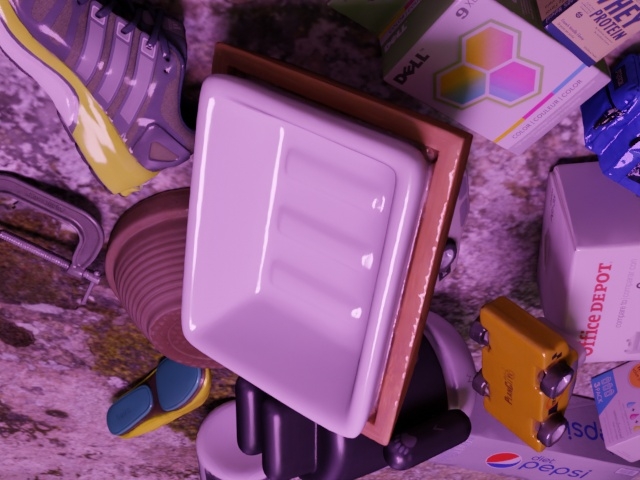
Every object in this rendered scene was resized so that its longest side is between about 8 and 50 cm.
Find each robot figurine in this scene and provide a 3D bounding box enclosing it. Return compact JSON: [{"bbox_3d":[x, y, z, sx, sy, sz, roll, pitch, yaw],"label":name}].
[{"bbox_3d":[0.044,0.175,0.955,0.278,0.209,0.173,-12,152,-31],"label":"robot figurine"}]

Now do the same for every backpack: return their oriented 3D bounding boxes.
[{"bbox_3d":[0.290,-0.110,0.728,0.101,0.098,0.120,25,135,-20],"label":"backpack"}]

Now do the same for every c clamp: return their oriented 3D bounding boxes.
[{"bbox_3d":[-0.297,-0.001,0.903,0.160,0.022,0.137,31,131,-15],"label":"c clamp"}]

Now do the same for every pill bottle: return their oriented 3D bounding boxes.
[{"bbox_3d":[-0.108,0.344,1.231,0.130,0.130,0.246,2,138,-2],"label":"pill bottle"}]

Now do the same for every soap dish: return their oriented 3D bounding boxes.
[{"bbox_3d":[0.000,0.000,0.727,0.229,0.118,0.291,26,123,26],"label":"soap dish"}]

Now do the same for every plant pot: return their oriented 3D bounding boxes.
[{"bbox_3d":[-0.118,0.062,0.924,0.237,0.110,0.237,0,138,0],"label":"plant pot"}]

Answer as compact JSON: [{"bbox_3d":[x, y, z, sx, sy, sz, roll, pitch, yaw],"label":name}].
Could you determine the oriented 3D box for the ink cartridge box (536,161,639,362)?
[{"bbox_3d":[0.375,0.021,0.862,0.283,0.117,0.207,-4,139,6],"label":"ink cartridge box"}]

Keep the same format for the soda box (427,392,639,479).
[{"bbox_3d":[0.286,0.261,1.155,0.286,0.098,0.091,15,138,-15],"label":"soda box"}]

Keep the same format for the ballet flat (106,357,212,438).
[{"bbox_3d":[-0.195,0.202,1.125,0.077,0.077,0.231,10,146,-43],"label":"ballet flat"}]

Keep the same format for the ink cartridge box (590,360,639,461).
[{"bbox_3d":[0.440,0.193,1.069,0.061,0.104,0.181,32,130,-31],"label":"ink cartridge box"}]

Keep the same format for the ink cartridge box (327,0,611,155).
[{"bbox_3d":[0.121,-0.162,0.697,0.209,0.062,0.109,25,134,-25],"label":"ink cartridge box"}]

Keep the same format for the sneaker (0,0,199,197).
[{"bbox_3d":[-0.175,-0.167,0.682,0.121,0.111,0.300,-22,139,4],"label":"sneaker"}]

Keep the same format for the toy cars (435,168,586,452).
[{"bbox_3d":[0.157,0.035,0.830,0.394,0.087,0.176,56,159,-10],"label":"toy cars"}]

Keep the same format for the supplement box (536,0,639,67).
[{"bbox_3d":[0.211,-0.194,0.642,0.056,0.083,0.083,30,131,-29],"label":"supplement box"}]
